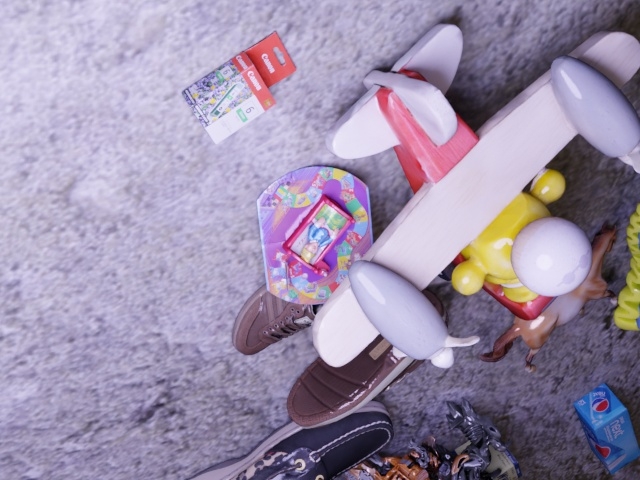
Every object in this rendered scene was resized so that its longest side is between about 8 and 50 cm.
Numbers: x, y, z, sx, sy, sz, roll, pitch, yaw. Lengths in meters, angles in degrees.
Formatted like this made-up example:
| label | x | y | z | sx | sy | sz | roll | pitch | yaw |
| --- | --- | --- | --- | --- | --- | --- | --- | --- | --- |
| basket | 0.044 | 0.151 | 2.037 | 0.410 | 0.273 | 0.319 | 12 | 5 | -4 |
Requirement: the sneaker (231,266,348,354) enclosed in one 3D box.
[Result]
| label | x | y | z | sx | sy | sz | roll | pitch | yaw |
| --- | --- | --- | --- | --- | --- | --- | --- | --- | --- |
| sneaker | -0.038 | 0.084 | 1.340 | 0.066 | 0.071 | 0.188 | 20 | 116 | -44 |

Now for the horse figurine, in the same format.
| label | x | y | z | sx | sy | sz | roll | pitch | yaw |
| --- | --- | --- | --- | --- | --- | --- | --- | --- | --- |
| horse figurine | 0.355 | 0.104 | 1.632 | 0.263 | 0.066 | 0.174 | -36 | 147 | -3 |

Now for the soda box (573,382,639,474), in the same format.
| label | x | y | z | sx | sy | sz | roll | pitch | yaw |
| --- | --- | --- | --- | --- | --- | --- | --- | --- | --- |
| soda box | 0.523 | 0.345 | 1.979 | 0.071 | 0.067 | 0.210 | -34 | 139 | -1 |

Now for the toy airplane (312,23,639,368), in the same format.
| label | x | y | z | sx | sy | sz | roll | pitch | yaw |
| --- | --- | --- | --- | --- | --- | --- | --- | --- | --- |
| toy airplane | 0.187 | -0.045 | 1.206 | 0.384 | 0.272 | 0.386 | -7 | 123 | -37 |

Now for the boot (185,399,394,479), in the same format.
| label | x | y | z | sx | sy | sz | roll | pitch | yaw |
| --- | --- | --- | --- | --- | --- | --- | --- | --- | --- |
| boot | -0.023 | 0.406 | 1.500 | 0.377 | 0.284 | 0.138 | -24 | 139 | -11 |

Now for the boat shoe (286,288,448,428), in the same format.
| label | x | y | z | sx | sy | sz | roll | pitch | yaw |
| --- | --- | --- | --- | --- | --- | --- | --- | --- | --- |
| boat shoe | 0.075 | 0.178 | 1.495 | 0.257 | 0.095 | 0.095 | -36 | 146 | 2 |

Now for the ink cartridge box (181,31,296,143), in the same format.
| label | x | y | z | sx | sy | sz | roll | pitch | yaw |
| --- | --- | --- | --- | --- | --- | --- | --- | --- | --- |
| ink cartridge box | -0.077 | -0.155 | 1.112 | 0.115 | 0.029 | 0.063 | -34 | 140 | 0 |

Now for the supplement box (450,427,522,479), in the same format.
| label | x | y | z | sx | sy | sz | roll | pitch | yaw |
| --- | --- | --- | --- | --- | --- | --- | --- | --- | --- |
| supplement box | 0.279 | 0.376 | 1.832 | 0.083 | 0.083 | 0.056 | -32 | 141 | -5 |

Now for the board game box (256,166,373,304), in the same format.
| label | x | y | z | sx | sy | sz | roll | pitch | yaw |
| --- | --- | --- | --- | --- | --- | --- | --- | --- | --- |
| board game box | 0.000 | 0.000 | 1.256 | 0.133 | 0.033 | 0.168 | -9 | 110 | -11 |

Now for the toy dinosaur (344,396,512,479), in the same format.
| label | x | y | z | sx | sy | sz | roll | pitch | yaw |
| --- | --- | --- | --- | --- | --- | --- | --- | --- | --- |
| toy dinosaur | 0.203 | 0.390 | 1.680 | 0.322 | 0.218 | 0.164 | 36 | 129 | -6 |

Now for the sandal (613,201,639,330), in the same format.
| label | x | y | z | sx | sy | sz | roll | pitch | yaw |
| --- | --- | --- | --- | --- | --- | --- | --- | --- | --- |
| sandal | 0.527 | 0.034 | 1.603 | 0.126 | 0.138 | 0.317 | -37 | 139 | -24 |
